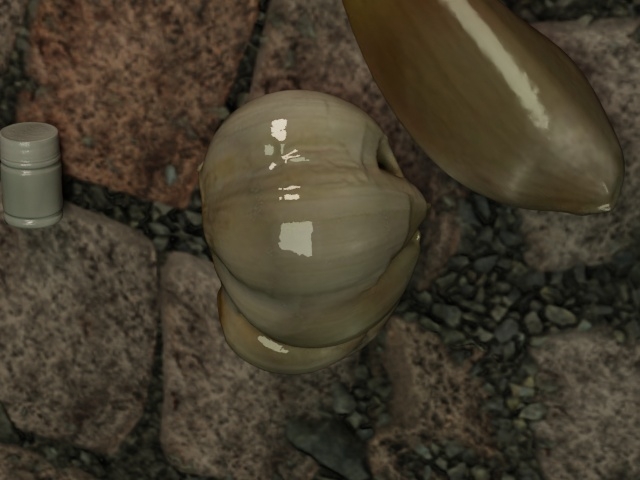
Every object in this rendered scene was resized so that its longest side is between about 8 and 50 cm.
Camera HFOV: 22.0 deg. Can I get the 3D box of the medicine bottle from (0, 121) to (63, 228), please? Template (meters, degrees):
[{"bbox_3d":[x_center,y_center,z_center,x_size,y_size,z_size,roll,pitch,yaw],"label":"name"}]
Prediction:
[{"bbox_3d":[-0.270,-0.060,1.538,0.057,0.057,0.089,5,115,9],"label":"medicine bottle"}]

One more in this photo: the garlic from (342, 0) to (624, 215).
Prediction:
[{"bbox_3d":[0.128,-0.143,1.394,0.318,0.112,0.143,44,136,-11],"label":"garlic"}]

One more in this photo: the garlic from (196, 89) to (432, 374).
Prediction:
[{"bbox_3d":[0.001,0.001,1.445,0.203,0.184,0.281,-8,112,-3],"label":"garlic"}]
